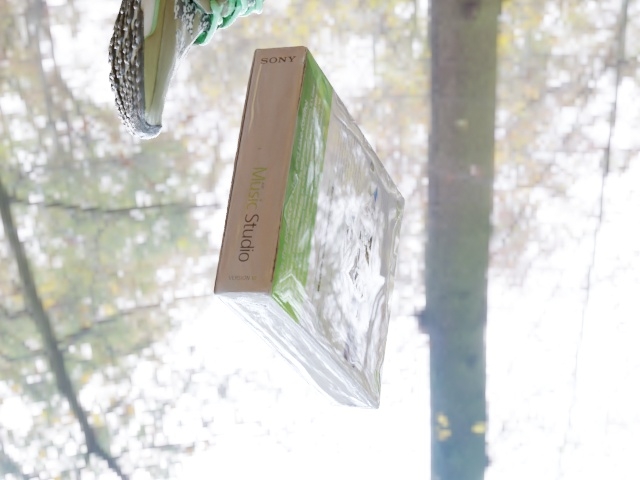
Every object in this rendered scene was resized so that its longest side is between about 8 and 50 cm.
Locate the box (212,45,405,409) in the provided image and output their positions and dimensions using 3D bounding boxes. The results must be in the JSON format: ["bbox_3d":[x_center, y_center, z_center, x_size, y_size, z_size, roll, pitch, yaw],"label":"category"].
[{"bbox_3d":[0.000,0.000,1.337,0.058,0.322,0.232,0,-113,19],"label":"box"}]

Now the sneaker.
[{"bbox_3d":[-0.103,-0.287,1.543,0.182,0.158,0.410,18,-110,-13],"label":"sneaker"}]
